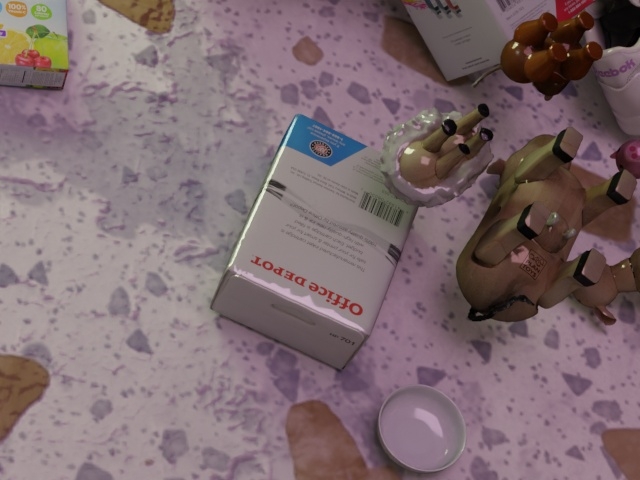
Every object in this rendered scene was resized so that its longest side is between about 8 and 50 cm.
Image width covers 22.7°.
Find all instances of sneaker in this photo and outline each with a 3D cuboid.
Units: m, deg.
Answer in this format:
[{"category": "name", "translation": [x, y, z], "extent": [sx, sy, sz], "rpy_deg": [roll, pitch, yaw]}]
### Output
[{"category": "sneaker", "translation": [0.343, -0.265, 1.678], "extent": [0.152, 0.114, 0.305], "rpy_deg": [44, 45, -39]}]

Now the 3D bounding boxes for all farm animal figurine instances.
[{"category": "farm animal figurine", "translation": [0.231, -0.027, 1.500], "extent": [0.330, 0.172, 0.327], "rpy_deg": [51, 53, -2]}]

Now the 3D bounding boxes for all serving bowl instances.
[{"category": "serving bowl", "translation": [0.087, 0.170, 1.416], "extent": [0.083, 0.027, 0.083], "rpy_deg": [8, 60, -15]}]

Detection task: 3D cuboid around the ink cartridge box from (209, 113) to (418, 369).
[{"category": "ink cartridge box", "translation": [0.000, 0.000, 1.451], "extent": [0.139, 0.082, 0.191], "rpy_deg": [26, 57, -5]}]

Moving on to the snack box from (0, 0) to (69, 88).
[{"category": "snack box", "translation": [-0.290, -0.212, 1.497], "extent": [0.100, 0.037, 0.141], "rpy_deg": [4, 60, -19]}]

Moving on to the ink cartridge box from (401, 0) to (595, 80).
[{"category": "ink cartridge box", "translation": [0.159, -0.274, 1.600], "extent": [0.128, 0.127, 0.176], "rpy_deg": [-36, 103, -28]}]
